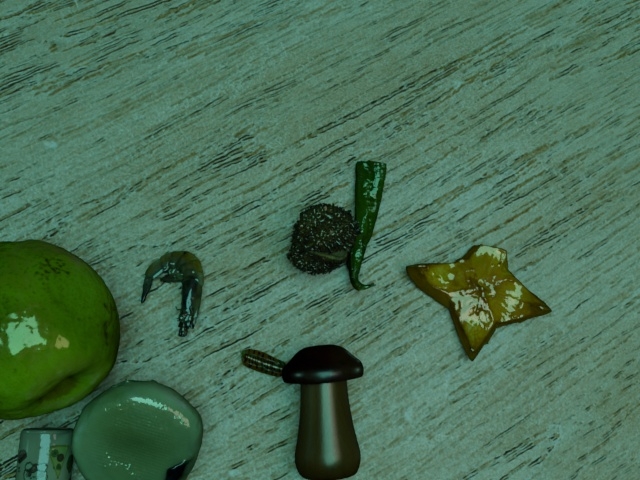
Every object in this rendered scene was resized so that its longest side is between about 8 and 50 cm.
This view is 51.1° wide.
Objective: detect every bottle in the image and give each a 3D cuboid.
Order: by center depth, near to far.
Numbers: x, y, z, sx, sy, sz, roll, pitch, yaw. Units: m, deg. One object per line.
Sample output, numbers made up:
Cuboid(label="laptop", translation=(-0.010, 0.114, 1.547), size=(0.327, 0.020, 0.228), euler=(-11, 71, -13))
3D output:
Cuboid(label="bottle", translation=(-0.610, 0.543, 1.469), size=(0.120, 0.120, 0.253), euler=(2, 76, -7))

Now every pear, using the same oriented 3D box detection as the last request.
Cuboid(label="pear", translation=(-0.626, 0.176, 1.429), size=(0.390, 0.391, 0.392), euler=(2, 77, -7))

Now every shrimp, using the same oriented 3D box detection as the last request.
Cuboid(label="shrimp", translation=(-0.361, 0.128, 1.634), size=(0.150, 0.051, 0.217), euler=(0, 70, -4))

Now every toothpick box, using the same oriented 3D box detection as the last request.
Cuboid(label="toothpick box", translation=(0.009, 0.391, 1.552), size=(0.192, 0.192, 0.295), euler=(-2, 83, -7))

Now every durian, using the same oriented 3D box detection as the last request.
Cuboid(label="durian", translation=(0.000, 0.000, 1.625), size=(0.166, 0.196, 0.196), euler=(25, 73, 29))

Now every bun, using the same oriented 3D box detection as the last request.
Cuboid(label="bun", translation=(-0.403, 0.433, 1.502), size=(0.283, 0.179, 0.284), euler=(-1, 98, -5))

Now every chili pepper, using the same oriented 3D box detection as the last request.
Cuboid(label="chili pepper", translation=(0.116, -0.039, 1.715), size=(0.084, 0.076, 0.359), euler=(3, 72, 9))

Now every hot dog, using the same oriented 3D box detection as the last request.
Cuboid(label="hot dog", translation=(-0.136, 0.298, 1.626), size=(0.122, 0.037, 0.049), euler=(17, 79, -1))

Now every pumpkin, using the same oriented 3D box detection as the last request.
Cuboid(label="pumpkin", translation=(0.398, 0.126, 1.703), size=(0.258, 0.095, 0.290), euler=(-31, 79, -8))
